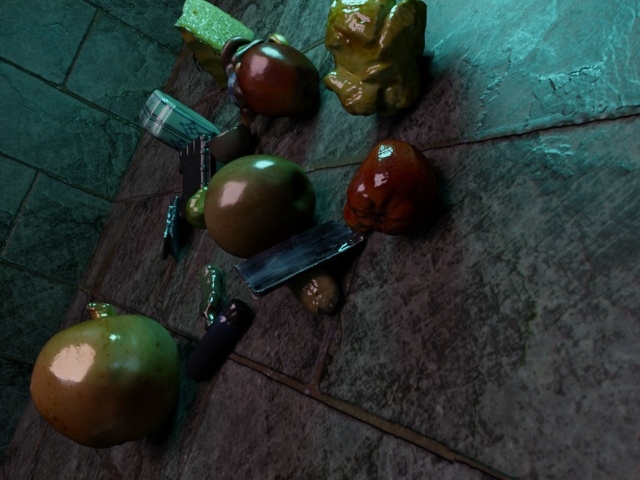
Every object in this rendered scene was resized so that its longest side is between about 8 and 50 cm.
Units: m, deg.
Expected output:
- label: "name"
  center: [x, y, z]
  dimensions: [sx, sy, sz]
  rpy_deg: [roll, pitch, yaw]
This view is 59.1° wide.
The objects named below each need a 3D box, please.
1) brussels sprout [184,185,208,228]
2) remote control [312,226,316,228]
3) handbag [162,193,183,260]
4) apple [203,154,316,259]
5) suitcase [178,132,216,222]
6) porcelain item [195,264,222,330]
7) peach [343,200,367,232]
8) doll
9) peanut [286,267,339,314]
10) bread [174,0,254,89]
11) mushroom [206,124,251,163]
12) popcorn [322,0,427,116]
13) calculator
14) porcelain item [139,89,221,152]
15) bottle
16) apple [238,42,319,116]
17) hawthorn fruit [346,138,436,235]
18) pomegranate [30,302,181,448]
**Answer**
- label: "brussels sprout"
  center: [-0.364, -0.102, 1.830]
  dimensions: [0.155, 0.155, 0.117]
  rpy_deg: [-34, 77, 40]
- label: "remote control"
  center: [0.000, 0.000, 1.310]
  dimensions: [0.039, 0.014, 0.096]
  rpy_deg: [-61, 32, 5]
- label: "handbag"
  center: [-0.539, -0.046, 2.055]
  dimensions: [0.144, 0.057, 0.221]
  rpy_deg: [100, 170, -50]
- label: "apple"
  center: [-0.141, -0.081, 1.358]
  dimensions: [0.234, 0.257, 0.256]
  rpy_deg: [-10, 58, 32]
- label: "suitcase"
  center: [-0.441, -0.222, 2.020]
  dimensions: [0.206, 0.066, 0.285]
  rpy_deg: [-21, 67, 49]
- label: "porcelain item"
  center: [-0.312, 0.166, 1.604]
  dimensions: [0.081, 0.069, 0.215]
  rpy_deg: [-38, 37, 18]
- label: "peach"
  center: [0.086, -0.068, 1.182]
  dimensions: [0.098, 0.061, 0.098]
  rpy_deg: [-28, 45, 31]
- label: "doll"
  center: [-0.209, -0.535, 1.876]
  dimensions: [0.339, 0.209, 0.317]
  rpy_deg: [-123, 31, -57]
- label: "peanut"
  center: [-0.026, 0.087, 1.221]
  dimensions: [0.099, 0.100, 0.214]
  rpy_deg: [-60, 25, 6]
- label: "bread"
  center: [-0.458, -0.800, 2.327]
  dimensions: [0.279, 0.315, 0.248]
  rpy_deg: [-30, 42, 58]
- label: "mushroom"
  center: [-0.303, -0.318, 1.909]
  dimensions: [0.188, 0.141, 0.117]
  rpy_deg: [-3, 100, 60]
- label: "popcorn"
  center: [0.117, -0.407, 1.249]
  dimensions: [0.226, 0.276, 0.276]
  rpy_deg: [7, 70, 20]
- label: "calculator"
  center: [-0.047, 0.031, 1.203]
  dimensions: [0.262, 0.021, 0.161]
  rpy_deg: [-25, 27, -14]
- label: "porcelain item"
  center: [-0.554, -0.445, 2.216]
  dimensions: [0.157, 0.282, 0.286]
  rpy_deg: [-57, 34, 9]
- label: "bottle"
  center: [-0.266, 0.257, 1.462]
  dimensions: [0.244, 0.072, 0.082]
  rpy_deg: [-55, 11, 15]
- label: "apple"
  center: [-0.115, -0.457, 1.626]
  dimensions: [0.234, 0.234, 0.233]
  rpy_deg: [-36, 41, 38]
- label: "hawthorn fruit"
  center: [0.138, -0.097, 1.052]
  dimensions: [0.173, 0.173, 0.179]
  rpy_deg: [-48, 8, 25]
- label: "pomegranate"
  center: [-0.582, 0.360, 1.552]
  dimensions: [0.411, 0.412, 0.411]
  rpy_deg: [-36, 41, 38]
